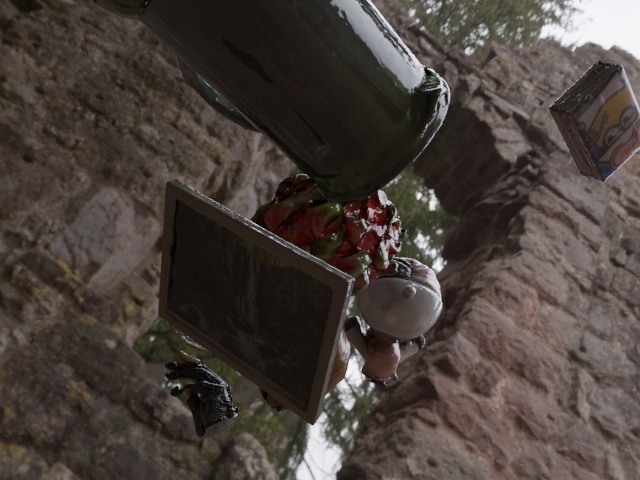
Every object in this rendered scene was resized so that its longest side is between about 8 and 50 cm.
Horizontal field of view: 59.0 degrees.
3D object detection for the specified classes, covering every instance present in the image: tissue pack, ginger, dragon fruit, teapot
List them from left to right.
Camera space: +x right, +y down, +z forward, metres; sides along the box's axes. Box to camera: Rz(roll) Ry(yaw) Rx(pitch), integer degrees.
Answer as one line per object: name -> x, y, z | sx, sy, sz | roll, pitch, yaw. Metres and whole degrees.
teapot -> -0.043, -0.187, 0.592 | 0.337, 0.200, 0.270 | 40, -32, -27
ginger -> -0.025, 0.278, 1.253 | 0.172, 0.165, 0.321 | 21, -56, -3
dragon fruit -> 0.000, -0.004, 1.056 | 0.302, 0.231, 0.237 | -2, -11, -3
tissue pack -> 0.451, -0.189, 0.906 | 0.155, 0.115, 0.065 | 48, -1, -28

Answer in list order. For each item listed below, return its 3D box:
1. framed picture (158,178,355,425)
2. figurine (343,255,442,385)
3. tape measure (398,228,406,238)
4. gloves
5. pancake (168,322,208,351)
framed picture -> -0.109, 0.081, 0.782 | 0.324, 0.020, 0.241 | 29, -58, 27
figurine -> 0.221, 0.217, 1.617 | 0.253, 0.211, 0.361 | 6, -57, -13
tape measure -> 0.125, -0.013, 1.360 | 0.104, 0.180, 0.107 | 21, -44, 28
gloves -> -0.236, 0.293, 1.134 | 0.181, 0.106, 0.129 | 63, -4, 24
pancake -> -0.236, 0.144, 1.119 | 0.028, 0.158, 0.158 | -16, -64, 42
